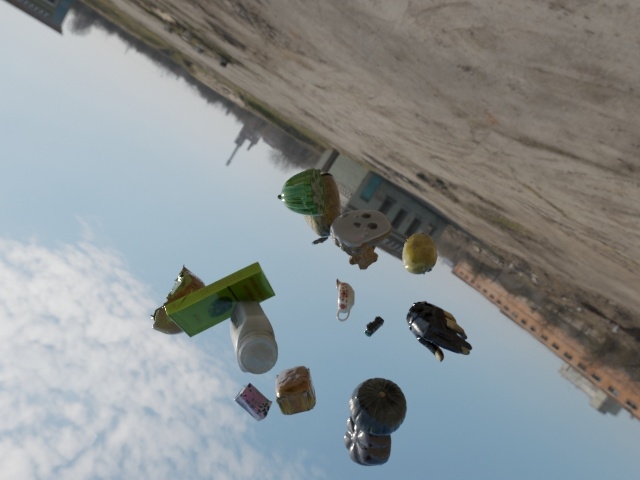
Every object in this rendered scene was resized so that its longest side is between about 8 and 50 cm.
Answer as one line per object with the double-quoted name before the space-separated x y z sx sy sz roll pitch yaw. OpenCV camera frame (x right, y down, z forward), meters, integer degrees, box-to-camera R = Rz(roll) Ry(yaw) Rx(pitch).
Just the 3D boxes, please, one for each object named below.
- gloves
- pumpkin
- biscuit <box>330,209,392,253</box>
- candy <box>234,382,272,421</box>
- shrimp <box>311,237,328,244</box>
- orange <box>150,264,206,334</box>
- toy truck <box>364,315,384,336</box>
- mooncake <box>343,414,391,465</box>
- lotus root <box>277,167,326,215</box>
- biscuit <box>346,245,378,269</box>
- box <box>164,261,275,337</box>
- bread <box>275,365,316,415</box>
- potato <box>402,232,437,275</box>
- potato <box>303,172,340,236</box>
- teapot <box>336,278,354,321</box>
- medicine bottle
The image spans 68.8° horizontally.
"gloves" 0.492 0.385 1.954 0.301 0.197 0.152 29 -172 26
"pumpkin" 0.245 0.708 1.985 0.250 0.250 0.216 41 156 40
"biscuit" 0.130 -0.043 1.518 0.181 0.208 0.049 47 154 44
"candy" -0.300 0.725 2.104 0.160 0.073 0.092 46 -138 -9
"shrimp" -0.002 0.002 2.339 0.038 0.092 0.029 64 -174 -71
"orange" -0.574 0.262 1.906 0.196 0.262 0.335 49 164 -19
"toy truck" 0.198 0.319 1.727 0.039 0.044 0.083 35 -133 24
"mooncake" 0.212 0.903 2.131 0.133 0.244 0.245 11 -161 -27
"lotus root" -0.081 -0.170 1.728 0.186 0.186 0.186 33 -171 -6
"biscuit" 0.169 0.042 1.950 0.184 0.133 0.027 65 176 -27
"box" -0.331 0.204 1.584 0.047 0.335 0.187 59 172 35
"bread" -0.094 0.540 1.705 0.241 0.136 0.107 -139 35 -85
"potato" 0.475 0.064 2.247 0.140 0.173 0.300 48 -155 -17
"potato" 0.009 -0.141 2.141 0.229 0.229 0.266 20 -136 -57
"teapot" 0.125 0.311 2.438 0.116 0.159 0.245 12 -132 -4
"medicine bottle" -0.212 0.304 1.456 0.124 0.179 0.324 3 -173 -17
